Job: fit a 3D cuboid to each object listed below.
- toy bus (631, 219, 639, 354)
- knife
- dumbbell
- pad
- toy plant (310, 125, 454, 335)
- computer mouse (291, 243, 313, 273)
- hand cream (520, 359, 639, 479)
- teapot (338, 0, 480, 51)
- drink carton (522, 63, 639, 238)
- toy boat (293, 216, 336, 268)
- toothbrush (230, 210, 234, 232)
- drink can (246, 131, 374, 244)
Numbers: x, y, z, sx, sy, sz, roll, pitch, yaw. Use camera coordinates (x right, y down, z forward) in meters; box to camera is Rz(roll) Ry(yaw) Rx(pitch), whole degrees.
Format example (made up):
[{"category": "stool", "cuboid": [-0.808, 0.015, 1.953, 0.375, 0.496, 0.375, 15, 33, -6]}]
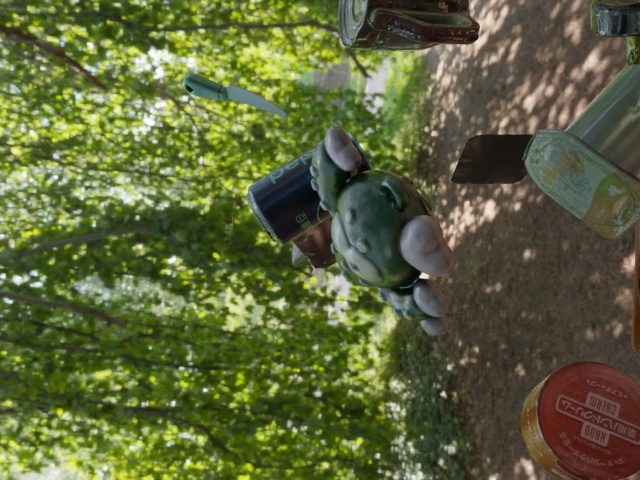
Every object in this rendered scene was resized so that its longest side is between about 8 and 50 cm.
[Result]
[{"category": "toy bus", "cuboid": [0.897, 0.109, 1.577, 0.093, 0.092, 0.409, -12, 56, 47]}, {"category": "knife", "cuboid": [-0.191, -0.326, 1.307, 0.063, 0.260, 0.035, 79, -147, -57]}, {"category": "dumbbell", "cuboid": [0.776, -0.446, 1.437, 0.204, 0.203, 0.322, -86, -20, -56]}, {"category": "pad", "cuboid": [0.408, -0.183, 1.363, 0.267, 0.181, 0.004, 84, -173, -72]}, {"category": "toy plant", "cuboid": [0.070, -0.009, 0.697, 0.232, 0.112, 0.243, 44, 159, 37]}, {"category": "computer mouse", "cuboid": [0.000, 0.000, 1.621, 0.090, 0.167, 0.379, 48, 153, 25]}, {"category": "hand cream", "cuboid": [0.442, 0.308, 0.986, 0.125, 0.193, 0.193, 78, -164, -63]}, {"category": "teapot", "cuboid": [0.231, -0.561, 1.441, 0.315, 0.312, 0.233, -106, 22, -47]}, {"category": "drink carton", "cuboid": [0.437, -0.146, 0.869, 0.189, 0.191, 0.185, -47, -20, -3]}, {"category": "toy boat", "cuboid": [-0.011, -0.033, 1.370, 0.134, 0.092, 0.299, -42, -25, -4]}, {"category": "toothbrush", "cuboid": [-0.297, -0.062, 1.991, 0.006, 0.008, 0.097, 69, -164, -49]}, {"category": "drink can", "cuboid": [-0.014, -0.087, 0.974, 0.118, 0.205, 0.118, 57, 180, 0]}]
